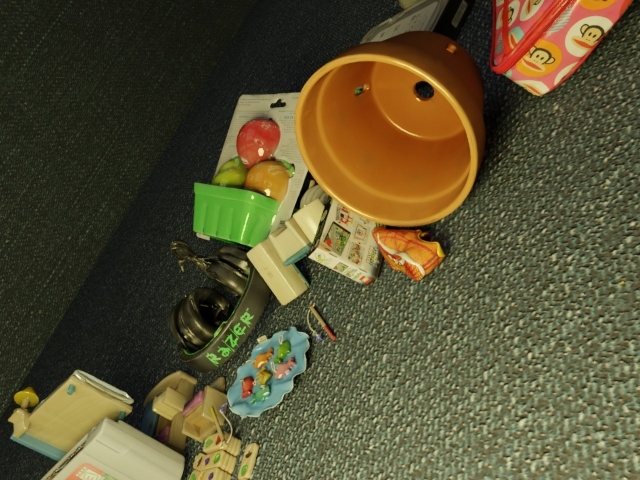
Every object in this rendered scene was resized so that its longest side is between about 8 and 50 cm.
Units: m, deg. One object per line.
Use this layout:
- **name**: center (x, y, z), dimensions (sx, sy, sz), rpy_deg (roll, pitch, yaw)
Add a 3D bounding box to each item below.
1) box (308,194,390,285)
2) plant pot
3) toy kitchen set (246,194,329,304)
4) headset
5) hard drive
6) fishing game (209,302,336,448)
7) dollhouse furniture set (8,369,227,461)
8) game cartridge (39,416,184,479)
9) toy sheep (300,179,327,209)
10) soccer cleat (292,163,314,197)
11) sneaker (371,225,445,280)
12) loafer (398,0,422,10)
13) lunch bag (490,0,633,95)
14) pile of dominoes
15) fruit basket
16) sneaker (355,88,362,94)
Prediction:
- **box**: center (0.061, -0.036, 1.148), dimensions (0.036, 0.114, 0.206), rpy_deg (-45, 22, 52)
- **plant pot**: center (0.132, -0.195, 1.072), dimensions (0.291, 0.291, 0.203), rpy_deg (-28, 18, 45)
- **toy kitchen set**: center (0.000, 0.000, 1.260), dimensions (0.166, 0.122, 0.207), rpy_deg (-34, -1, -43)
- **headset**: center (-0.226, 0.103, 1.401), dimensions (0.243, 0.185, 0.394), rpy_deg (-51, 21, 6)
- **hard drive**: center (0.170, -0.418, 1.521), dimensions (0.339, 0.064, 0.236), rpy_deg (-6, 52, 60)
- **fishing game**: center (-0.094, 0.216, 1.160), dimensions (0.264, 0.041, 0.189), rpy_deg (-44, 24, 1)
- **dollhouse furniture set**: center (-0.381, 0.283, 1.305), dimensions (0.286, 0.303, 0.198), rpy_deg (-43, 27, 24)
- **game cartridge**: center (-0.388, 0.452, 1.224), dimensions (0.294, 0.196, 0.060), rpy_deg (-45, 26, 20)
- **toy sheep**: center (0.008, -0.072, 1.333), dimensions (0.132, 0.091, 0.091), rpy_deg (4, 61, 56)
- **soccer cleat**: center (-0.087, -0.179, 1.636), dimensions (0.121, 0.093, 0.289), rpy_deg (-51, 25, 14)
- **sneaker**: center (0.133, 0.012, 1.046), dimensions (0.067, 0.064, 0.175), rpy_deg (-36, 27, -9)
- **loafer**: center (0.284, -0.600, 1.488), dimensions (0.320, 0.111, 0.112), rpy_deg (-24, 38, 48)
- **lunch bag**: center (0.352, -0.367, 1.038), dimensions (0.258, 0.120, 0.293), rpy_deg (-53, 17, 47)
- **pile of dominoes**: center (-0.195, 0.435, 1.091), dimensions (0.196, 0.040, 0.251), rpy_deg (-30, 33, 42)
- **fruit basket**: center (-0.125, -0.150, 1.478), dimensions (0.327, 0.165, 0.352), rpy_deg (11, 76, 47)
- **sneaker**: center (0.086, -0.205, 1.316), dimensions (0.109, 0.124, 0.295), rpy_deg (-44, 27, 20)
